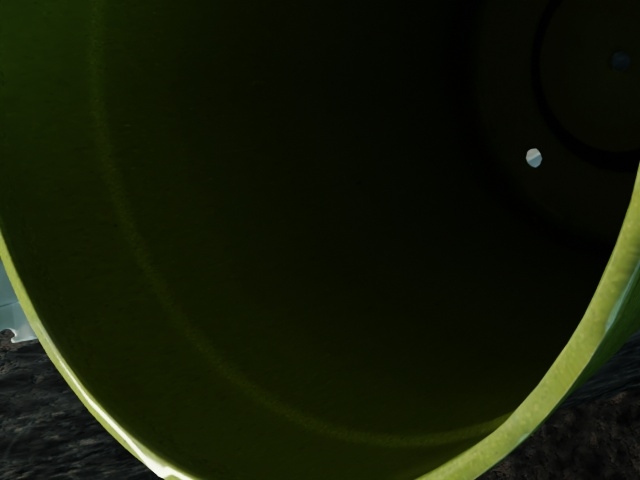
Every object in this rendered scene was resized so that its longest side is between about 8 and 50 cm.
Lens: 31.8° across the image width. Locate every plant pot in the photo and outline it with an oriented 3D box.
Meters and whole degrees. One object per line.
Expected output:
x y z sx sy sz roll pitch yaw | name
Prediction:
0.075 -0.091 0.561 0.353 0.366 0.366 -10 161 -49 | plant pot

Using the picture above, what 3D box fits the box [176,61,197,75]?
-0.174 -0.085 0.696 0.147 0.077 0.180 -5 156 -26 | box

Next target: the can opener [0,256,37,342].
-0.223 0.038 0.955 0.280 0.074 0.093 -12 -166 -30 | can opener

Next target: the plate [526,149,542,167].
0.146 -0.049 0.996 0.278 0.045 0.277 -29 170 29 | plate
